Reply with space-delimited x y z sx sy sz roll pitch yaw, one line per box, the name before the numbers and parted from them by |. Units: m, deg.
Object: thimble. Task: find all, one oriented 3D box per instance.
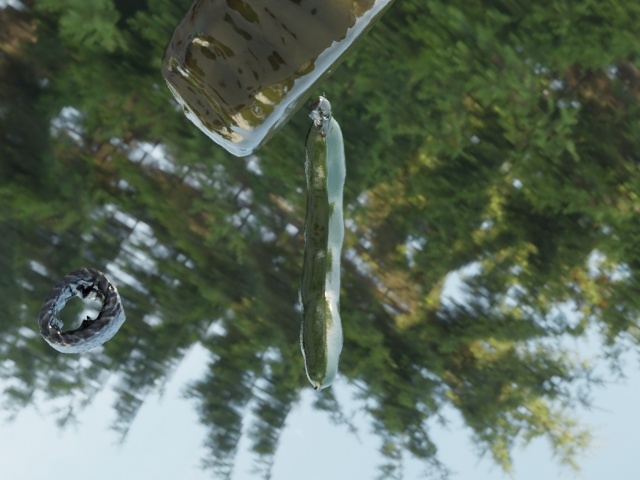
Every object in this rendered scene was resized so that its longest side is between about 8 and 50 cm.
thimble | -0.301 0.088 1.364 0.104 0.095 0.066 -21 168 -13

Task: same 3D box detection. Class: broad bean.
broad bean | 0.000 0.000 1.114 0.144 0.049 0.291 -28 119 -85

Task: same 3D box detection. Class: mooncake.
mooncake | -0.054 -0.244 1.296 0.290 0.161 0.290 -46 -178 2
